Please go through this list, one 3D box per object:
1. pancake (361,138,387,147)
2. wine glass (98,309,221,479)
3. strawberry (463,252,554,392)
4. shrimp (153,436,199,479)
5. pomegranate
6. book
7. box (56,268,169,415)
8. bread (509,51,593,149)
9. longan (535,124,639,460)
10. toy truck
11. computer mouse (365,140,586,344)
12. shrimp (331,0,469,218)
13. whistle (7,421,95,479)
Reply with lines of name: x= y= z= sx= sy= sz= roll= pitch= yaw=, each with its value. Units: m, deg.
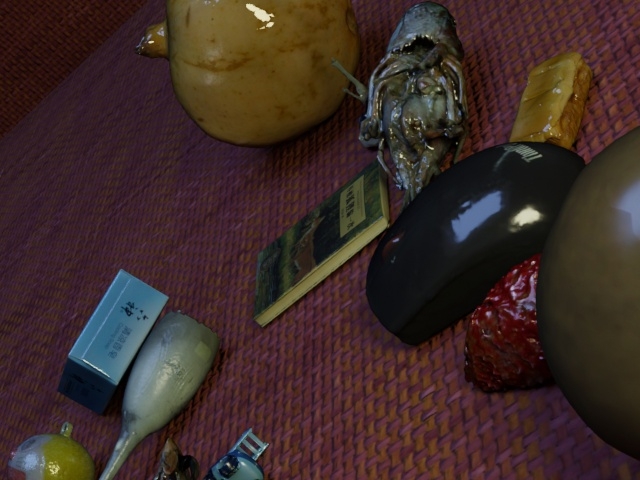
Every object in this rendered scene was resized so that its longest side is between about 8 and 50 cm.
pancake: x=0.109 y=-0.187 z=1.701 sx=0.152 sy=0.025 sz=0.151 roll=-37 pitch=26 yaw=22
wine glass: x=-0.169 y=0.251 z=1.535 sx=0.264 sy=0.096 sz=0.309 roll=11 pitch=60 yaw=35
strawberry: x=0.199 y=0.062 z=1.138 sx=0.192 sy=0.085 sz=0.140 roll=-12 pitch=46 yaw=55
shrimp: x=-0.148 y=0.309 z=1.312 sx=0.046 sy=0.152 sz=0.219 roll=-3 pitch=45 yaw=-3
pomegranate: x=-0.110 y=-0.310 z=1.859 sx=0.342 sy=0.342 sz=0.342 roll=-38 pitch=27 yaw=23
book: x=0.000 y=0.000 z=1.619 sx=0.228 sy=0.024 sz=0.160 roll=-39 pitch=24 yaw=22
box: x=-0.294 y=0.147 z=1.730 sx=0.142 sy=0.083 sz=0.232 roll=-61 pitch=5 yaw=-24
bread: x=0.257 y=-0.149 z=1.373 sx=0.074 sy=0.053 sz=0.132 roll=-16 pitch=43 yaw=50
longan: x=0.272 y=0.036 z=0.856 sx=0.258 sy=0.258 sz=0.258 roll=-38 pitch=27 yaw=23
toy truck: x=-0.091 y=0.254 z=1.382 sx=0.073 sy=0.056 sz=0.090 roll=-40 pitch=14 yaw=28
computer mouse: x=0.153 y=-0.015 z=1.302 sx=0.269 sy=0.100 sz=0.170 roll=-37 pitch=25 yaw=24
shrimp: x=0.098 y=-0.165 z=1.530 sx=0.172 sy=0.137 sz=0.372 roll=4 pitch=41 yaw=12
whistle: x=-0.381 y=0.349 z=1.655 sx=0.123 sy=0.123 sz=0.223 roll=0 pitch=68 yaw=58
